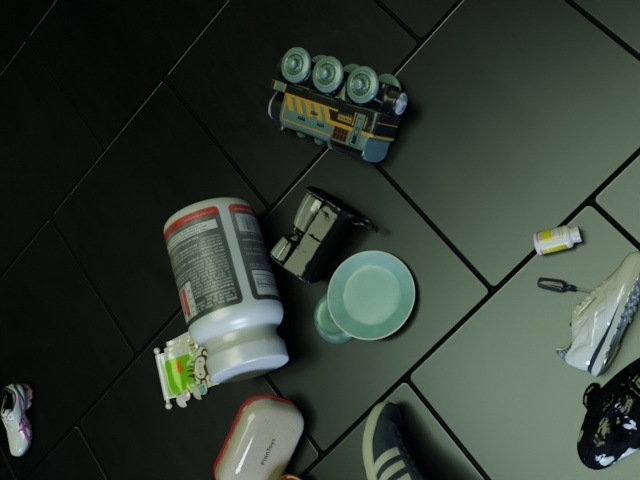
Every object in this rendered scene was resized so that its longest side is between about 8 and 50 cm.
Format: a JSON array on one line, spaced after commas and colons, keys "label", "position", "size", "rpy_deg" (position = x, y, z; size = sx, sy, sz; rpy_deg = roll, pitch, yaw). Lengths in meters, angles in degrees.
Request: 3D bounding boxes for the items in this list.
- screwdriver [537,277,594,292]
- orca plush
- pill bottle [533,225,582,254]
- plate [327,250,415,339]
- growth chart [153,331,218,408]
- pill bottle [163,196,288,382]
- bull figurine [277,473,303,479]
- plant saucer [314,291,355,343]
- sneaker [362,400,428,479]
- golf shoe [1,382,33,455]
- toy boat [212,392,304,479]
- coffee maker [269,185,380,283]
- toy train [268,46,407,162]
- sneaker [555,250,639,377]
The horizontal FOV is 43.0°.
[{"label": "screwdriver", "position": [0.485, 0.092, 1.495], "size": [0.169, 0.025, 0.024], "rpy_deg": [11, 86, 21]}, {"label": "orca plush", "position": [0.539, 0.280, 1.379], "size": [0.287, 0.102, 0.151], "rpy_deg": [-40, 65, 17]}, {"label": "pill bottle", "position": [0.443, -0.003, 1.515], "size": [0.083, 0.043, 0.043], "rpy_deg": [-14, 75, 26]}, {"label": "plate", "position": [0.106, 0.114, 1.680], "size": [0.188, 0.024, 0.188], "rpy_deg": [-5, 74, 19]}, {"label": "growth chart", "position": [-0.291, 0.280, 1.887], "size": [0.237, 0.021, 0.172], "rpy_deg": [-32, 69, 21]}, {"label": "pill bottle", "position": [-0.200, 0.108, 1.756], "size": [0.210, 0.210, 0.363], "rpy_deg": [-25, 70, 23]}, {"label": "bull figurine", "position": [-0.090, 0.642, 1.668], "size": [0.188, 0.101, 0.310], "rpy_deg": [28, 98, 26]}, {"label": "plant saucer", "position": [0.033, 0.160, 1.726], "size": [0.119, 0.021, 0.119], "rpy_deg": [-6, 78, 28]}, {"label": "sneaker", "position": [0.165, 0.450, 1.494], "size": [0.148, 0.131, 0.350], "rpy_deg": [-17, 45, 22]}, {"label": "golf shoe", "position": [-0.794, 0.463, 2.096], "size": [0.067, 0.086, 0.186], "rpy_deg": [-10, 78, 26]}, {"label": "toy boat", "position": [-0.146, 0.424, 1.731], "size": [0.151, 0.151, 0.231], "rpy_deg": [31, 97, 60]}, {"label": "coffee maker", "position": [0.000, 0.000, 1.709], "size": [0.171, 0.120, 0.178], "rpy_deg": [39, 106, 37]}, {"label": "toy train", "position": [0.027, -0.294, 1.749], "size": [0.333, 0.142, 0.190], "rpy_deg": [23, 102, 30]}, {"label": "sneaker", "position": [0.499, 0.121, 1.436], "size": [0.094, 0.090, 0.235], "rpy_deg": [29, 99, 36]}]
